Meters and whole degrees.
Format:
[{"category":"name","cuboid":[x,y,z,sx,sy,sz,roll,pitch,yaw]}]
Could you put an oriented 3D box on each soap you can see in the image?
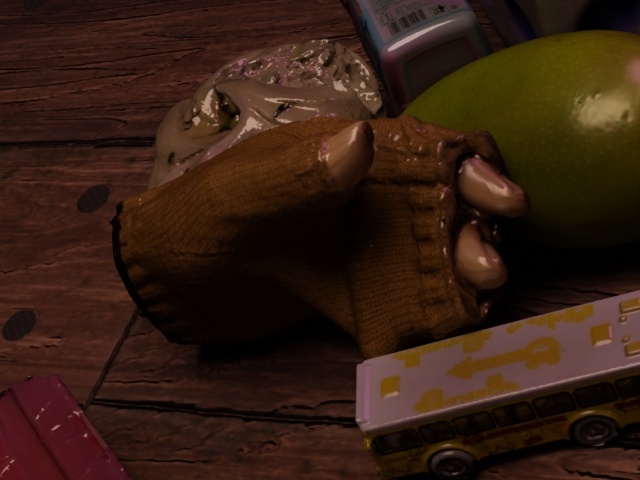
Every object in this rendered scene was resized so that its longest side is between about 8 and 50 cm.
[{"category":"soap","cuboid":[-0.220,0.203,1.266,0.162,0.099,0.250,-37,40,-7]}]

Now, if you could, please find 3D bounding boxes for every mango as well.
[{"category":"mango","cuboid":[0.171,-0.076,1.284,0.293,0.143,0.175,-1,53,45]}]

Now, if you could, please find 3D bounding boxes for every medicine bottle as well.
[{"category":"medicine bottle","cuboid":[0.083,-0.181,1.457,0.094,0.119,0.188,-23,40,2]}]

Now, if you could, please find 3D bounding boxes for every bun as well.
[{"category":"bun","cuboid":[-0.049,-0.090,1.449,0.210,0.116,0.237,19,61,42]}]

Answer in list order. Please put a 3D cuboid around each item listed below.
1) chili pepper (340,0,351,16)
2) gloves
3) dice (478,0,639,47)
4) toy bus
[{"category":"chili pepper","cuboid":[0.080,-0.250,1.573,0.123,0.073,0.070,-18,83,19]},{"category":"gloves","cuboid":[-0.001,-0.010,1.269,0.356,0.203,0.155,-5,42,37]},{"category":"dice","cuboid":[0.240,-0.304,1.395,0.259,0.243,0.251,-28,40,0]},{"category":"toy bus","cuboid":[0.138,0.105,1.162,0.226,0.074,0.081,-14,43,18]}]
